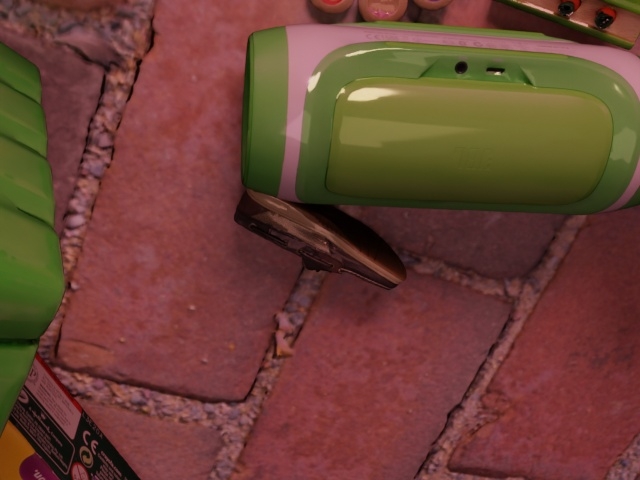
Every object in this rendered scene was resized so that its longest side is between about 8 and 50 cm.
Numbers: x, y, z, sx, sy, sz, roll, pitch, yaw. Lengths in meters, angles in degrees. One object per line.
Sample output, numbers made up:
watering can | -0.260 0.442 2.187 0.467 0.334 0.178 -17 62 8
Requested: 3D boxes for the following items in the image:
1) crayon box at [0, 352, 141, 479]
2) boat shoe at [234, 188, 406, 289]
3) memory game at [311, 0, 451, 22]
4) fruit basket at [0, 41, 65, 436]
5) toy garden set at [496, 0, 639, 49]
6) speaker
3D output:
crayon box | -0.314 0.307 0.721 0.313 0.106 0.363 -25 117 7
boat shoe | 0.000 0.000 0.637 0.152 0.056 0.049 32 114 -11
memory game | 0.043 -0.240 0.532 0.186 0.012 0.186 -1 119 -2
fruit basket | -0.334 -0.048 0.389 0.392 0.392 0.283 23 112 -18
toy garden set | 0.242 -0.212 0.472 0.203 0.049 0.244 21 138 4
speaker | 0.094 -0.085 0.562 0.296 0.131 0.131 2 117 -8
